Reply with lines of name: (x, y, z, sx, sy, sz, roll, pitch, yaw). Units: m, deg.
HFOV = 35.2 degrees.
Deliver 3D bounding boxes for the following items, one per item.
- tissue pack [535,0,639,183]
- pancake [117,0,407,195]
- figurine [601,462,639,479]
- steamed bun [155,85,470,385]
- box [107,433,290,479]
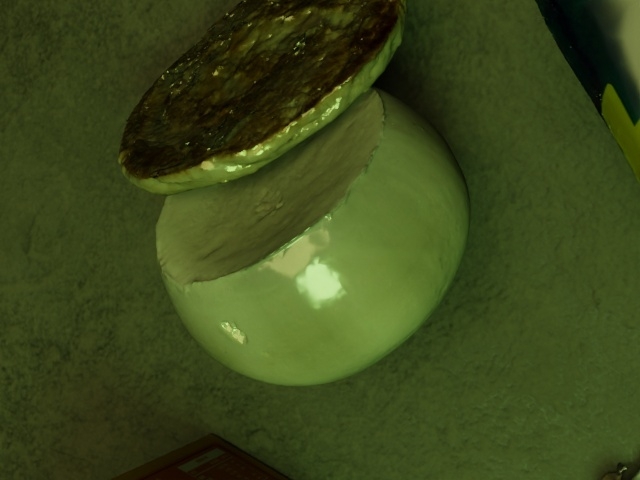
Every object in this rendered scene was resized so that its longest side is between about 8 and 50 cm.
tissue pack: (0.404, -0.093, 0.880, 0.264, 0.253, 0.416, -28, 84, 18)
pancake: (-0.062, -0.182, 1.045, 0.356, 0.065, 0.356, -25, 39, 22)
figurine: (0.290, 0.320, 1.008, 0.137, 0.112, 0.229, 39, 93, 20)
steamed bun: (0.000, 0.000, 1.007, 0.324, 0.324, 0.206, -26, 126, 18)
box: (-0.153, 0.383, 1.070, 0.214, 0.283, 0.259, 28, 100, 18)
